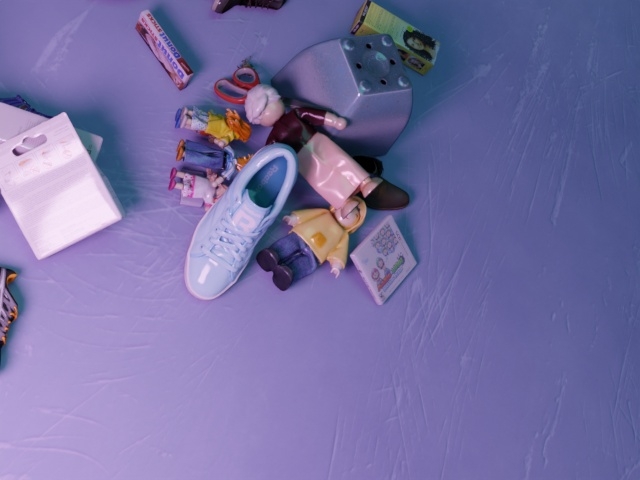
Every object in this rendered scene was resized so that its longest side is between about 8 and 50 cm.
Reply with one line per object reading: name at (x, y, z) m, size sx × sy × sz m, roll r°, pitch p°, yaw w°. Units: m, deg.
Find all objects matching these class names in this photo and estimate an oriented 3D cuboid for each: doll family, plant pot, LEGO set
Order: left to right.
doll family at (-0.222, -0.196, 1.694) m, size 0.163 × 0.118 × 0.263 m, roll 13°, pitch 58°, yaw -23°
LEGO set at (-0.176, -0.392, 1.870) m, size 0.054 × 0.023 × 0.083 m, roll 31°, pitch 73°, yaw -9°
plant pot at (0.071, -0.344, 1.829) m, size 0.247 × 0.252 × 0.248 m, roll -14°, pitch 76°, yaw -29°

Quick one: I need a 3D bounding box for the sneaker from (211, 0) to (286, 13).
sneaker at (-0.160, -0.590, 1.917) m, size 0.118 × 0.083 × 0.222 m, roll 44°, pitch 57°, yaw -4°

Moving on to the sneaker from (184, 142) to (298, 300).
sneaker at (-0.164, -0.044, 1.592) m, size 0.135 × 0.150 × 0.366 m, roll 28°, pitch 87°, yaw -6°

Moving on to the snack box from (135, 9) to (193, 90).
snack box at (-0.348, -0.424, 1.770) m, size 0.022 × 0.064 × 0.178 m, roll -34°, pitch 87°, yaw -34°

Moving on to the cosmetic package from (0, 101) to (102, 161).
cosmetic package at (-0.556, -0.184, 1.546) m, size 0.231 × 0.117 × 0.085 m, roll 20°, pitch 62°, yaw -19°

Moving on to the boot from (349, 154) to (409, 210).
boot at (0.130, -0.134, 1.857) m, size 0.219 × 0.106 × 0.082 m, roll 16°, pitch 64°, yaw -19°

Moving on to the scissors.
scissors at (-0.110, -0.309, 1.772) m, size 0.297 × 0.021 × 0.109 m, roll 32°, pitch 62°, yaw 27°

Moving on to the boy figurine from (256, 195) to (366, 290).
boy figurine at (0.000, 0.000, 1.752) m, size 0.285 × 0.092 × 0.177 m, roll -35°, pitch 84°, yaw -30°

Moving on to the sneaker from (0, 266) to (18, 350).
sneaker at (-0.583, 0.138, 1.423) m, size 0.083 × 0.084 × 0.215 m, roll 1°, pitch 68°, yaw -30°

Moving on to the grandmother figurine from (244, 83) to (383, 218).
grandmother figurine at (-0.037, -0.200, 1.716) m, size 0.208 × 0.104 × 0.342 m, roll -44°, pitch 88°, yaw -8°

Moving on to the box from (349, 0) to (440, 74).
box at (0.197, -0.531, 2.079) m, size 0.232 × 0.058 × 0.087 m, roll 26°, pitch 61°, yaw -14°

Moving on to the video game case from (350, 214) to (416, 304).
video game case at (0.146, 0.043, 1.811) m, size 0.157 × 0.019 × 0.143 m, roll -45°, pitch 117°, yaw -34°

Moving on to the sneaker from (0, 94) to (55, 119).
sneaker at (-0.591, -0.256, 1.588) m, size 0.170 × 0.068 × 0.071 m, roll 17°, pitch 58°, yaw -18°

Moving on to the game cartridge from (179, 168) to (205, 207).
game cartridge at (-0.274, -0.112, 1.709) m, size 0.056 × 0.017 × 0.083 m, roll 9°, pitch 66°, yaw -26°

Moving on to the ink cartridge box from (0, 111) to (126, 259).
ink cartridge box at (-0.501, -0.102, 1.501) m, size 0.181 × 0.056 × 0.225 m, roll -27°, pitch 96°, yaw 0°
